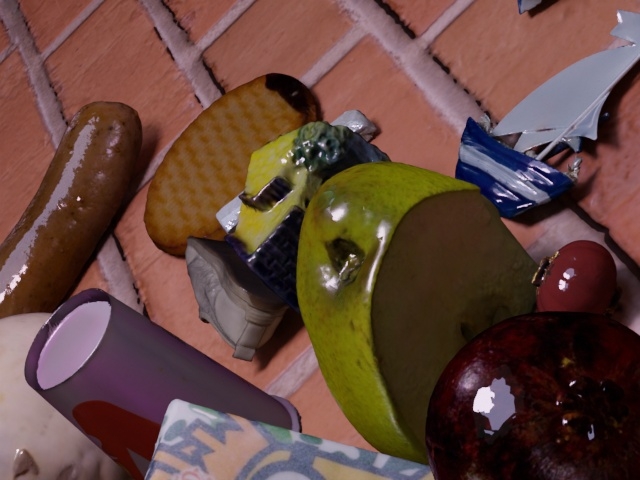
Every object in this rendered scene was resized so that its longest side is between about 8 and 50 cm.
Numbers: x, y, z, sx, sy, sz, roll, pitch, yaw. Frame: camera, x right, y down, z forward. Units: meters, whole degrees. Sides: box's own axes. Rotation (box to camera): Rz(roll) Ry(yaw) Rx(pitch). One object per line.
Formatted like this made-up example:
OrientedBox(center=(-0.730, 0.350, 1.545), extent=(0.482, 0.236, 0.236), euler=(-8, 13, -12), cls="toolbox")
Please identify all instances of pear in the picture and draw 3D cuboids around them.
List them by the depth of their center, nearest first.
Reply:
OrientedBox(center=(0.070, 0.054, 1.760), extent=(0.176, 0.282, 0.286), euler=(8, 60, 44), cls="pear")

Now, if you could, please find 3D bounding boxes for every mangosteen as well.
OrientedBox(center=(0.205, 0.183, 1.539), extent=(0.235, 0.235, 0.261), euler=(-62, 0, -22), cls="mangosteen")

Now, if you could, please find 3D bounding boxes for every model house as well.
OrientedBox(center=(0.000, 0.000, 1.982), extent=(0.170, 0.194, 0.211), euler=(-21, 40, 34), cls="model house")

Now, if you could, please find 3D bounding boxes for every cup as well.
OrientedBox(center=(-0.188, 0.188, 1.916), extent=(0.203, 0.288, 0.203), euler=(-30, 36, 25), cls="cup")

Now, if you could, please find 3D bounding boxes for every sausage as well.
OrientedBox(center=(-0.412, 0.002, 2.546), extent=(0.501, 0.136, 0.123), euler=(-60, 7, -15), cls="sausage")

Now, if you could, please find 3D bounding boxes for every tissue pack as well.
OrientedBox(center=(-0.030, 0.303, 1.594), extent=(0.128, 0.311, 0.228), euler=(101, -175, -54), cls="tissue pack")

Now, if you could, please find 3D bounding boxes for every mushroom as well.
OrientedBox(center=(-0.373, 0.269, 2.107), extent=(0.336, 0.314, 0.314), euler=(-53, 24, 34), cls="mushroom")

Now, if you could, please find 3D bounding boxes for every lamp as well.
OrientedBox(center=(0.261, 0.048, 1.713), extent=(0.101, 0.090, 0.101), euler=(26, -90, -89), cls="lamp")

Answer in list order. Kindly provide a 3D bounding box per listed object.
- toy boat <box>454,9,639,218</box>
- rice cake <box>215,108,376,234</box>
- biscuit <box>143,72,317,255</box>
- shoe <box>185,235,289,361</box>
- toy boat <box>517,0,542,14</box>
OrientedBox(center=(0.275, -0.134, 1.918), extent=(0.291, 0.070, 0.210), euler=(-34, 36, 18), cls="toy boat")
OrientedBox(center=(-0.033, -0.089, 2.239), extent=(0.245, 0.042, 0.045), euler=(-37, 54, 6), cls="rice cake")
OrientedBox(center=(-0.130, -0.108, 2.409), extent=(0.318, 0.040, 0.318), euler=(-31, 34, 25), cls="biscuit")
OrientedBox(center=(-0.115, 0.064, 2.155), extent=(0.275, 0.103, 0.098), euler=(-130, 58, -66), cls="shoe")
OrientedBox(center=(0.273, -0.382, 2.200), extent=(0.046, 0.080, 0.229), euler=(0, 42, 7), cls="toy boat")
